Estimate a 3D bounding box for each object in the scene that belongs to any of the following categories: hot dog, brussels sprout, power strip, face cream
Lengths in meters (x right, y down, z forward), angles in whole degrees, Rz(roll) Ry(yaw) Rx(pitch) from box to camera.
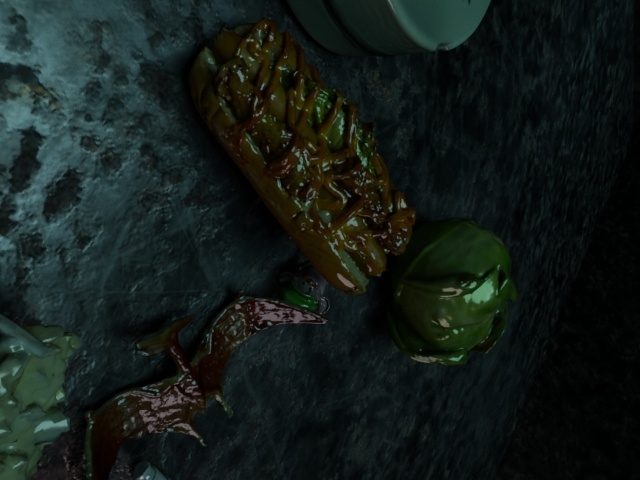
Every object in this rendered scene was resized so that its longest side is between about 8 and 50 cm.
[{"bbox_3d":[-0.003,-0.095,0.578,0.158,0.117,0.349,-47,112,-27],"label":"hot dog"},{"bbox_3d":[0.246,0.093,0.924,0.294,0.227,0.260,-47,148,-39],"label":"brussels sprout"},{"bbox_3d":[0.094,-0.422,0.617,0.357,0.161,0.358,-18,114,-45],"label":"power strip"},{"bbox_3d":[-0.197,0.321,0.622,0.034,0.034,0.130,-44,132,-31],"label":"face cream"}]

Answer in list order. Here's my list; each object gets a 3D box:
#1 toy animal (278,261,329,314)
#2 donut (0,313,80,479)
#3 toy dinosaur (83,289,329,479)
[{"bbox_3d":[0.000,0.000,0.719,0.103,0.100,0.209,-65,166,-88],"label":"toy animal"},{"bbox_3d":[-0.228,0.264,0.384,0.307,0.150,0.371,-41,100,-9],"label":"donut"},{"bbox_3d":[-0.129,0.181,0.597,0.327,0.112,0.207,-13,117,-51],"label":"toy dinosaur"}]
